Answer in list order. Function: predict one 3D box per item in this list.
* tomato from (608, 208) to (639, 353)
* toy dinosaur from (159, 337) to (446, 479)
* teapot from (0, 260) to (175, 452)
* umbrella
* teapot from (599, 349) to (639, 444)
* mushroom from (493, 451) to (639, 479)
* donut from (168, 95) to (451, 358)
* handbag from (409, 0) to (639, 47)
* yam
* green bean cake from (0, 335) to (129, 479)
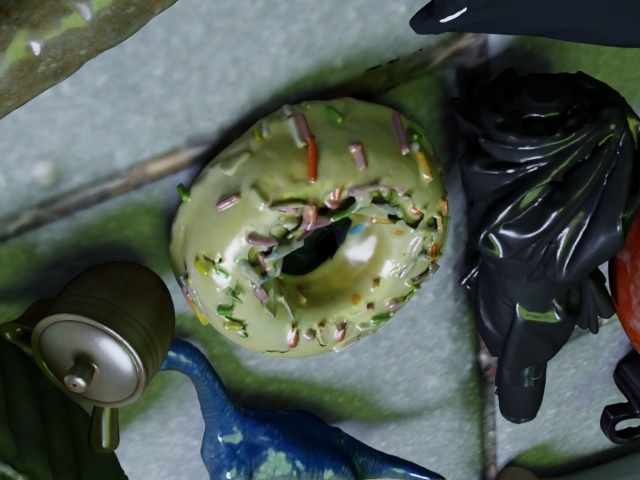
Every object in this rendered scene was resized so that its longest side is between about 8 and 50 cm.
[{"bbox_3d":[0.251,-0.003,0.664,0.173,0.099,0.189,-51,159,-17],"label":"tomato"},{"bbox_3d":[-0.013,0.129,0.680,0.247,0.075,0.188,-2,124,-21],"label":"toy dinosaur"},{"bbox_3d":[-0.124,0.065,0.539,0.085,0.080,0.110,14,129,10],"label":"teapot"},{"bbox_3d":[0.139,0.028,0.644,0.118,0.118,0.340,-21,142,-11],"label":"umbrella"},{"bbox_3d":[0.308,0.110,0.836,0.177,0.087,0.096,-46,132,16],"label":"teapot"},{"bbox_3d":[0.269,0.266,0.956,0.270,0.103,0.118,1,130,-24],"label":"mushroom"},{"bbox_3d":[0.000,0.000,0.557,0.174,0.068,0.175,-16,137,-15],"label":"donut"},{"bbox_3d":[0.187,-0.181,0.475,0.254,0.089,0.211,-2,137,-30],"label":"handbag"},{"bbox_3d":[-0.104,-0.099,0.404,0.274,0.061,0.061,-34,139,5],"label":"yam"},{"bbox_3d":[-0.236,0.165,0.544,0.227,0.125,0.223,-27,138,2],"label":"green bean cake"}]
